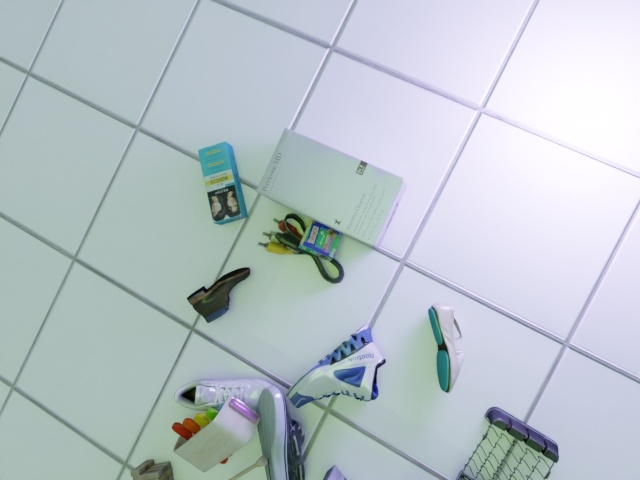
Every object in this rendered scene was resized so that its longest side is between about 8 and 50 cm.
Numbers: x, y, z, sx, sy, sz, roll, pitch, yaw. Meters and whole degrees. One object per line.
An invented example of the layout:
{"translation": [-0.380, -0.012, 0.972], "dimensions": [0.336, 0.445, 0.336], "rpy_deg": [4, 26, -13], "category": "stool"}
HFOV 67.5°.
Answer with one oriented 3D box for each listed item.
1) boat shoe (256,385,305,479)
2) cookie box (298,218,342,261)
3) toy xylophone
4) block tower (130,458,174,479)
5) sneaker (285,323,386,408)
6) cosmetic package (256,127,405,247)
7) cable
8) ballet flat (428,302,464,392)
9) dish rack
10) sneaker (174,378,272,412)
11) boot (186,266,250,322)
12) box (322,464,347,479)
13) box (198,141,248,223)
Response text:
{"translation": [-0.107, 0.571, 1.397], "dimensions": [0.119, 0.121, 0.335], "rpy_deg": [-10, 106, -32], "category": "boat shoe"}
{"translation": [0.000, 0.000, 1.430], "dimensions": [0.107, 0.040, 0.092], "rpy_deg": [24, 66, -3], "category": "cookie box"}
{"translation": [-0.292, 0.593, 1.401], "dimensions": [0.322, 0.081, 0.236], "rpy_deg": [-34, 107, 29], "category": "toy xylophone"}
{"translation": [-0.496, 0.861, 1.483], "dimensions": [0.097, 0.091, 0.336], "rpy_deg": [-14, 84, 10], "category": "block tower"}
{"translation": [0.065, 0.407, 1.376], "dimensions": [0.315, 0.127, 0.182], "rpy_deg": [-40, 78, 5], "category": "sneaker"}
{"translation": [0.035, -0.151, 1.403], "dimensions": [0.385, 0.156, 0.217], "rpy_deg": [24, 93, 11], "category": "cosmetic package"}
{"translation": [-0.043, 0.022, 1.475], "dimensions": [0.287, 0.072, 0.139], "rpy_deg": [30, 76, 0], "category": "cable"}
{"translation": [0.365, 0.299, 1.350], "dimensions": [0.086, 0.086, 0.249], "rpy_deg": [-8, 84, 11], "category": "ballet flat"}
{"translation": [0.497, 0.624, 1.304], "dimensions": [0.208, 0.074, 0.272], "rpy_deg": [30, 94, 13], "category": "dish rack"}
{"translation": [-0.290, 0.473, 1.431], "dimensions": [0.305, 0.152, 0.114], "rpy_deg": [-5, 74, 11], "category": "sneaker"}
{"translation": [-0.298, 0.170, 1.507], "dimensions": [0.219, 0.082, 0.106], "rpy_deg": [-28, 103, 5], "category": "boot"}
{"translation": [0.076, 0.744, 1.344], "dimensions": [0.038, 0.145, 0.186], "rpy_deg": [-42, 79, 8], "category": "box"}
{"translation": [-0.311, -0.180, 1.525], "dimensions": [0.100, 0.060, 0.244], "rpy_deg": [-15, 83, 11], "category": "box"}
